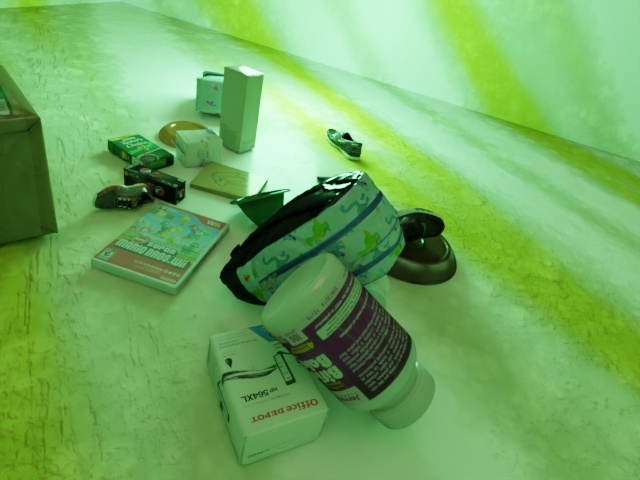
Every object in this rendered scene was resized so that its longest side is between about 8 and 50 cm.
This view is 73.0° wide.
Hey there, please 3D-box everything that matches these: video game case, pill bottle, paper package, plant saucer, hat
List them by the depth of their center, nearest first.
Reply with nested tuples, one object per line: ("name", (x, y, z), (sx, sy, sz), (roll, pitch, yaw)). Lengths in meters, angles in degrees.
("pill bottle", (0.056, 0.180, 0.745), (0.301, 0.169, 0.169), (46, 33, -12))
("paper package", (-0.726, -0.194, 0.943), (0.168, 0.310, 0.325), (-17, 46, -38))
("pill bottle", (0.106, 0.089, 1.033), (0.111, 0.112, 0.187), (10, 34, -8))
("video game case", (-0.370, 0.007, 1.046), (0.203, 0.025, 0.285), (18, 34, 4))
("hat", (-0.142, -0.039, 1.207), (0.172, 0.184, 0.208), (-18, 12, -25))
("plant saucer", (0.255, 0.010, 1.262), (0.310, 0.050, 0.311), (11, 33, -7))
("plant saucer", (-0.476, -0.382, 1.552), (0.199, 0.037, 0.200), (10, 34, -7))

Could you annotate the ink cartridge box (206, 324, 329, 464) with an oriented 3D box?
("ink cartridge box", (-0.097, 0.251, 0.746), (0.148, 0.086, 0.203), (-7, 39, -29))

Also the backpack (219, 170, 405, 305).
("backpack", (0.000, 0.000, 0.913), (0.273, 0.355, 0.290), (45, 40, 3))

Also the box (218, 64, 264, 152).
("box", (-0.283, -0.461, 1.524), (0.113, 0.275, 0.094), (29, 35, 21))

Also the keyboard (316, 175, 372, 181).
("keyboard", (0.088, -0.203, 1.528), (0.191, 0.038, 0.100), (-3, 15, -23))

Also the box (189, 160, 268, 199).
("box", (-0.282, -0.183, 1.355), (0.201, 0.021, 0.164), (16, 34, 1))

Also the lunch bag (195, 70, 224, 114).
("lunch bag", (-0.399, -0.613, 1.811), (0.223, 0.160, 0.262), (5, 24, -9))

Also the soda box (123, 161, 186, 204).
("soda box", (-0.466, -0.161, 1.218), (0.168, 0.060, 0.053), (21, 36, 7))

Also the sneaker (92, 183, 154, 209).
("sneaker", (-0.509, -0.109, 1.131), (0.157, 0.061, 0.065), (-23, 55, -41))

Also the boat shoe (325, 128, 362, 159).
("boat shoe", (0.100, -0.416, 1.786), (0.083, 0.079, 0.233), (-9, 39, -28))

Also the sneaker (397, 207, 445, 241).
("sneaker", (0.205, -0.014, 1.168), (0.282, 0.107, 0.124), (3, 50, -10))

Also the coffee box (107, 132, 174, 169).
("coffee box", (-0.568, -0.279, 1.364), (0.184, 0.041, 0.113), (31, 37, 23))

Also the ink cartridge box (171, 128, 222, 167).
("ink cartridge box", (-0.407, -0.302, 1.415), (0.143, 0.090, 0.092), (-13, 43, -33))
